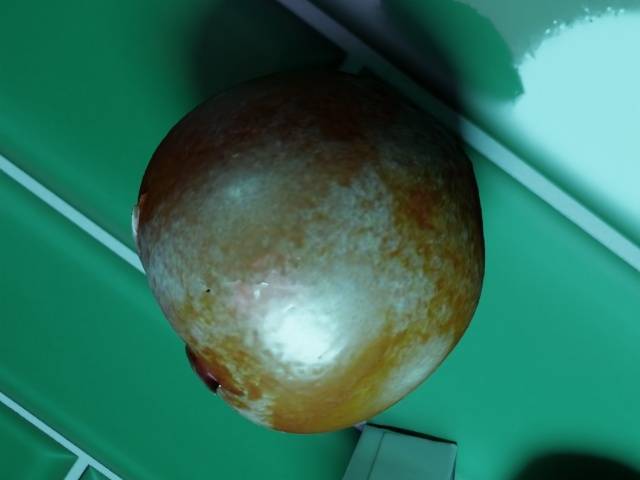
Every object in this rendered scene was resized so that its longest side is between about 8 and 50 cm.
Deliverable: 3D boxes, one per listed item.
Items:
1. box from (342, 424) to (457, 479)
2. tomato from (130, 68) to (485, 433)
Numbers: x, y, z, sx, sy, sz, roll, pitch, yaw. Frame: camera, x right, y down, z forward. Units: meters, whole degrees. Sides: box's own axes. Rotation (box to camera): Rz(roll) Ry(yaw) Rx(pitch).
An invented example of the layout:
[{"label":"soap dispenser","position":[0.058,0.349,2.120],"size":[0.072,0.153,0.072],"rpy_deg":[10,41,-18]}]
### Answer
[{"label":"box","position":[0.064,0.353,0.804],"size":[0.111,0.194,0.260],"rpy_deg":[11,123,16]},{"label":"tomato","position":[0.000,0.000,0.589],"size":[0.265,0.265,0.265],"rpy_deg":[10,122,16]}]
